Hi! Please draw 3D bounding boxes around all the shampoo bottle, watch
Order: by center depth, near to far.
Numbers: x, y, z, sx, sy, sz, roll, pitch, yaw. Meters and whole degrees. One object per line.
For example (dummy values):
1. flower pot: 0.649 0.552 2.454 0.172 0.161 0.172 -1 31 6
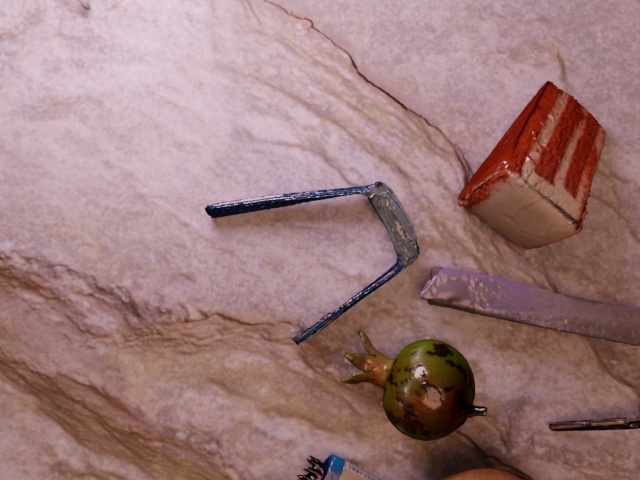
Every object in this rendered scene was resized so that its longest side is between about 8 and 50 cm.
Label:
1. watch: -0.002 -0.013 0.849 0.274 0.068 0.276 -34 93 5
2. shampoo bottle: 0.050 0.421 0.866 0.183 0.050 0.087 29 94 -2

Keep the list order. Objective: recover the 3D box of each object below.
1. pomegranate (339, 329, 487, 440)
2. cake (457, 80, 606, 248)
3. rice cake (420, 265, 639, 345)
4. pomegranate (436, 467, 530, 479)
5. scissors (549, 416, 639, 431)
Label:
1. pomegranate: 0.140 0.222 0.815 0.220 0.156 0.156 22 91 2
2. cake: 0.351 -0.112 0.857 0.158 0.159 0.262 38 56 -2
3. rice cake: 0.356 0.109 0.857 0.399 0.064 0.070 12 82 -2
4. pomegranate: 0.254 0.495 0.743 0.322 0.322 0.322 0 92 -2
5. scissors: 0.548 0.304 0.860 0.317 0.024 0.160 -8 133 12
